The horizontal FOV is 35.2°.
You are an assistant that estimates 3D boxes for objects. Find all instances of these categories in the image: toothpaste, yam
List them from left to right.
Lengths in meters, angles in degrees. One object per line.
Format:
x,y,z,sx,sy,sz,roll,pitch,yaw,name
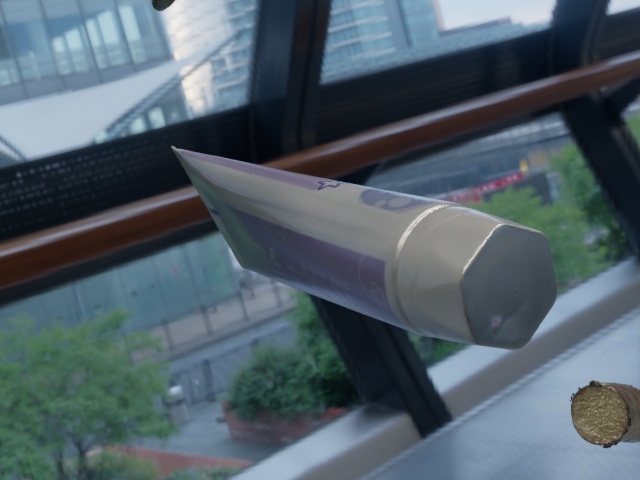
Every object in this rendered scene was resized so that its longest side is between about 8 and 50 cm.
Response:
0.000,0.000,0.698,0.080,0.125,0.371,-41,27,-23,toothpaste
0.376,0.221,1.287,0.084,0.084,0.127,-12,-15,32,yam

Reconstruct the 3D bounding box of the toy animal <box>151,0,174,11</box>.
-0.150,-0.359,1.096,0.236,0.138,0.108,-33,27,58,toy animal
